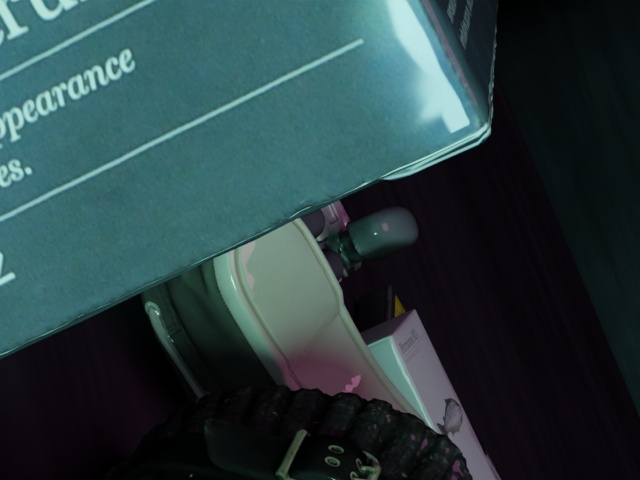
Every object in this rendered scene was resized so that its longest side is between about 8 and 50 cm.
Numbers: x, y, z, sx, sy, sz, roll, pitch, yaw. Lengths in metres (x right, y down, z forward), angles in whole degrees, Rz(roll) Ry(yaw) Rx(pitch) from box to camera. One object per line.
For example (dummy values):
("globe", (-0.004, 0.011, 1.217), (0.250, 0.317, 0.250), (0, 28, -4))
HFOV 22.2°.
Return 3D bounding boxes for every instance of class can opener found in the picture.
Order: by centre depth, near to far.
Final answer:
("can opener", (0.000, 0.000, 1.231), (0.074, 0.093, 0.280), (66, 19, -1))

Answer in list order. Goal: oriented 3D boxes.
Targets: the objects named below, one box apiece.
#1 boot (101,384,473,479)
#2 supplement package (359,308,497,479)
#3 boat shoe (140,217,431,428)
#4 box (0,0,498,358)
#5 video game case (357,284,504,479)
("boot", (0.040, 0.172, 0.702), (0.348, 0.131, 0.260), (25, 10, 13))
("supplement package", (0.049, 0.154, 1.101), (0.179, 0.105, 0.105), (64, 15, -2))
("boat shoe", (-0.005, 0.123, 0.992), (0.112, 0.095, 0.335), (-44, 116, -43))
("box", (-0.155, -0.168, 0.537), (0.395, 0.293, 0.212), (61, 15, -13))
("video game case", (0.097, 0.202, 1.334), (0.248, 0.035, 0.275), (59, 16, -22))
